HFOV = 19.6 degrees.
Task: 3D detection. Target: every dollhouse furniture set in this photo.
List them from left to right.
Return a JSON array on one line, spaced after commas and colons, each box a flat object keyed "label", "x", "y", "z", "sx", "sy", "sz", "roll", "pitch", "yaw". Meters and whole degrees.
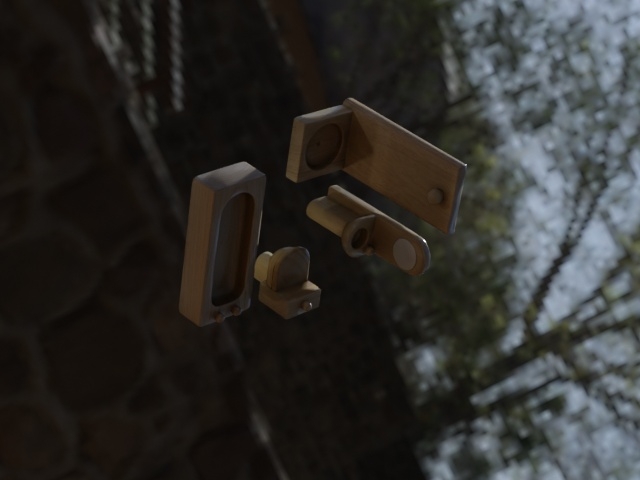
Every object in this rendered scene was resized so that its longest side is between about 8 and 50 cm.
[{"label": "dollhouse furniture set", "x": 0.000, "y": 0.000, "z": 1.340, "sx": 0.123, "sy": 0.151, "sz": 0.144, "roll": 33, "pitch": -53, "yaw": 36}]
